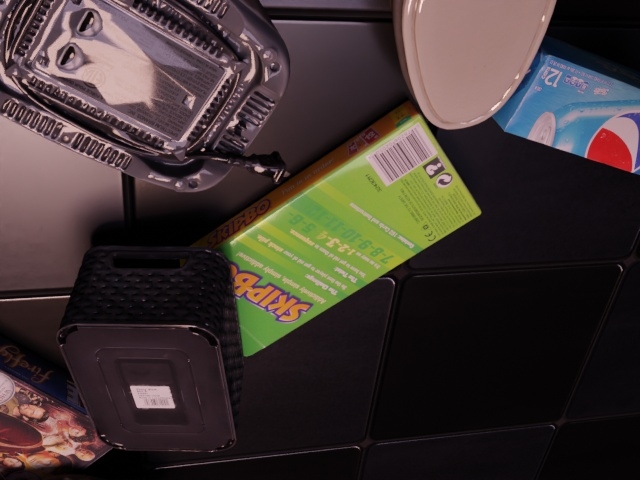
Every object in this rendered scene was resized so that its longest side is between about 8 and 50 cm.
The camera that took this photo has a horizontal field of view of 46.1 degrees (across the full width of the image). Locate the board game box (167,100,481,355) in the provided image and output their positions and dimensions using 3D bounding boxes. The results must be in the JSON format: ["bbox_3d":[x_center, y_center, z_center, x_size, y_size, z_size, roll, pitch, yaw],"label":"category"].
[{"bbox_3d":[0.000,0.000,0.656,0.259,0.039,0.124,-34,127,9],"label":"board game box"}]

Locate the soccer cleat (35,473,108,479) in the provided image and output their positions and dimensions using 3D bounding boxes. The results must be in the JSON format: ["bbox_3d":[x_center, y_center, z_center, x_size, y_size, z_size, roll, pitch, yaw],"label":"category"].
[{"bbox_3d":[-0.303,0.280,0.702,0.318,0.109,0.116,11,153,-33],"label":"soccer cleat"}]

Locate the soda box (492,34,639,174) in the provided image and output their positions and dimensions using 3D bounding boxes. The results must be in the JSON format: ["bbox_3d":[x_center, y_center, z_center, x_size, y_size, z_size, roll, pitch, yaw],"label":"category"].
[{"bbox_3d":[0.235,-0.106,0.615,0.210,0.071,0.067,12,122,-23],"label":"soda box"}]

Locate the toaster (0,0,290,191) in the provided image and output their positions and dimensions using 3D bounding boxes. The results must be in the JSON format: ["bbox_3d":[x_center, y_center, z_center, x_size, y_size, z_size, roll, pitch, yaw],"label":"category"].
[{"bbox_3d":[-0.114,-0.130,0.455,0.227,0.146,0.129,25,117,-28],"label":"toaster"}]

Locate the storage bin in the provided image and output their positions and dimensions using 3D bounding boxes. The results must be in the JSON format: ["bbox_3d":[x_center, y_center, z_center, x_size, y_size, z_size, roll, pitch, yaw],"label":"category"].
[{"bbox_3d":[-0.134,0.096,0.632,0.122,0.084,0.180,0,134,1],"label":"storage bin"}]

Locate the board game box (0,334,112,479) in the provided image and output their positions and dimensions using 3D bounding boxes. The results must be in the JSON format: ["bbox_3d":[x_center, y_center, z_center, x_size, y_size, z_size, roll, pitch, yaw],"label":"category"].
[{"bbox_3d":[-0.330,0.203,0.714,0.243,0.042,0.165,-38,127,14],"label":"board game box"}]

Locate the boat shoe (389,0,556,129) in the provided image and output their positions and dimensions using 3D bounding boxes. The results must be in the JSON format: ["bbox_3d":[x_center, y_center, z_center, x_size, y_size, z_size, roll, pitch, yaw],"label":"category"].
[{"bbox_3d":[0.090,-0.232,0.483,0.112,0.095,0.335,-12,134,-2],"label":"boat shoe"}]
